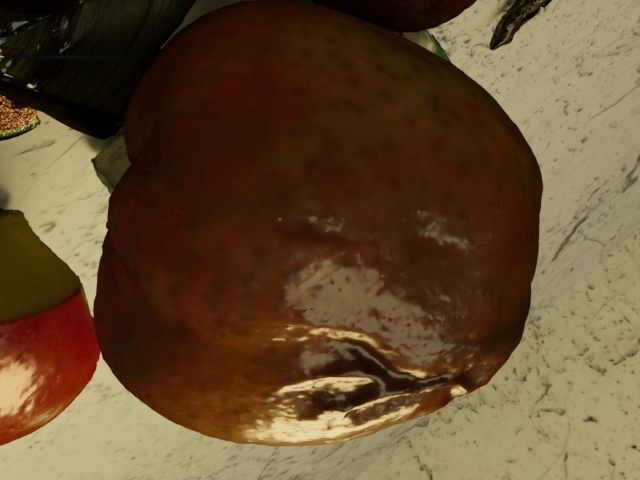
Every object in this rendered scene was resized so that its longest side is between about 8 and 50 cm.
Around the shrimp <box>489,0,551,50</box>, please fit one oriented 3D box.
[{"bbox_3d":[0.276,-0.340,2.276,0.195,0.035,0.148,-47,159,7],"label":"shrimp"}]

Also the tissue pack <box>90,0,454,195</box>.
[{"bbox_3d":[-0.017,-0.115,2.077,0.405,0.205,0.332,-39,155,7],"label":"tissue pack"}]

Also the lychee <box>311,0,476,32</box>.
[{"bbox_3d":[0.069,-0.332,1.761,0.255,0.255,0.300,-24,-169,-27],"label":"lychee"}]

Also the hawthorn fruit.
[{"bbox_3d":[0.000,0.000,1.715,0.471,0.472,0.472,-30,157,-14],"label":"hawthorn fruit"}]

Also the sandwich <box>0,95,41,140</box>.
[{"bbox_3d":[-0.344,-0.138,1.808,0.067,0.029,0.135,-47,154,12],"label":"sandwich"}]

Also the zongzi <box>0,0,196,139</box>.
[{"bbox_3d":[-0.215,-0.254,1.635,0.300,0.138,0.286,-44,156,10],"label":"zongzi"}]

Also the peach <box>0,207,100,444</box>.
[{"bbox_3d":[-0.416,0.126,1.954,0.380,0.242,0.306,-9,141,-48],"label":"peach"}]
